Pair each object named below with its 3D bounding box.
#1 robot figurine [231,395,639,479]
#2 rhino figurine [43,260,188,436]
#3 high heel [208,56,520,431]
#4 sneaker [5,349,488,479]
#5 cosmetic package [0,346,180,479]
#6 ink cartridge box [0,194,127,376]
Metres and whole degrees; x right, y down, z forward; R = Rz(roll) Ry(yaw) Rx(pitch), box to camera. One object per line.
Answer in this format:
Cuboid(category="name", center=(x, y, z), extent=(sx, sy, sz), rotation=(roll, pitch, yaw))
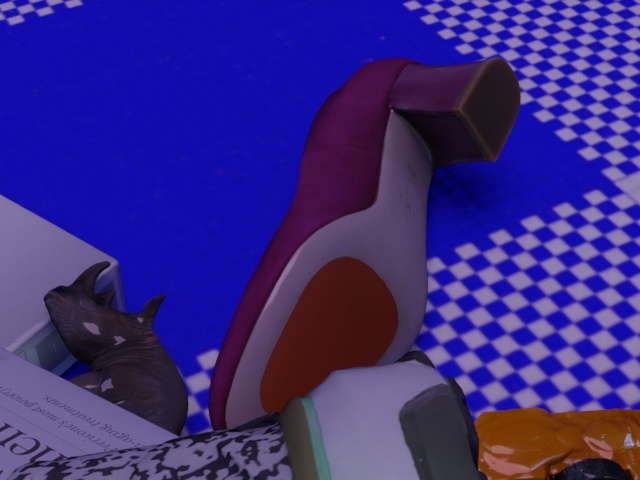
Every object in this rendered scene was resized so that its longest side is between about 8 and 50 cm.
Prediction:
Cuboid(category="robot figurine", center=(0.069, 0.176, 0.604), extent=(0.290, 0.085, 0.211), rotation=(-4, 43, -3))
Cuboid(category="rhino figurine", center=(-0.134, 0.112, 0.673), extent=(0.106, 0.073, 0.243), rotation=(2, 50, -13))
Cuboid(category="high heel", center=(0.000, 0.000, 0.813), extent=(0.181, 0.127, 0.377), rotation=(-2, 38, 46))
Cuboid(category="sneaker", center=(-0.031, 0.213, 0.276), extent=(0.182, 0.158, 0.410), rotation=(-2, 43, -3))
Cuboid(category="cosmetic package", center=(-0.243, 0.140, 0.473), extent=(0.377, 0.098, 0.284), rotation=(19, 32, 30))
Cuboid(category="ink cartridge box", center=(-0.329, 0.068, 0.753), extent=(0.261, 0.066, 0.296), rotation=(25, 49, 25))
